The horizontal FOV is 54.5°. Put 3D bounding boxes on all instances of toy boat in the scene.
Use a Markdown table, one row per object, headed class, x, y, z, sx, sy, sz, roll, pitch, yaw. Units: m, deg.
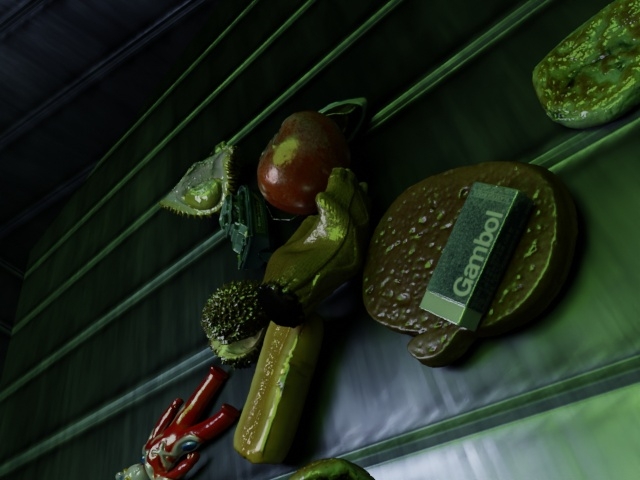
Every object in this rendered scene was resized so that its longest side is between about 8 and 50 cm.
| class | x | y | z | sx | sy | sz | roll | pitch | yaw |
| --- | --- | --- | --- | --- | --- | --- | --- | --- | --- |
| toy boat | -0.192 | -0.051 | 1.589 | 0.296 | 0.122 | 0.114 | -108 | 32 | -51 |
| toy boat | 0.011 | -0.252 | 1.499 | 0.262 | 0.114 | 0.115 | -37 | 6 | 30 |

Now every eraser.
| class | x | y | z | sx | sy | sz | roll | pitch | yaw |
| --- | --- | --- | --- | --- | --- | --- | --- | --- | --- |
| eraser | 0.230 | 0.021 | 0.923 | 0.092 | 0.046 | 0.212 | 23 | 89 | 56 |

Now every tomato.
| class | x | y | z | sx | sy | sz | roll | pitch | yaw |
| --- | --- | --- | --- | --- | --- | --- | --- | --- | --- |
| tomato | -0.029 | -0.166 | 1.350 | 0.232 | 0.189 | 0.232 | -56 | 11 | 17 |

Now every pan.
| class | x | y | z | sx | sy | sz | roll | pitch | yaw |
| --- | --- | --- | --- | --- | --- | --- | --- | --- | --- |
| pan | -0.031 | -0.093 | 1.476 | 0.202 | 0.048 | 0.128 | 5 | 67 | 35 |

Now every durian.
| class | x | y | z | sx | sy | sz | roll | pitch | yaw |
| --- | --- | --- | --- | --- | --- | --- | --- | --- | --- |
| durian | -0.157 | 0.176 | 1.339 | 0.196 | 0.196 | 0.167 | -46 | 56 | 20 |
| durian | -0.320 | -0.182 | 1.812 | 0.306 | 0.167 | 0.172 | -37 | 37 | 30 |

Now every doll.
| class | x | y | z | sx | sy | sz | roll | pitch | yaw |
| --- | --- | --- | --- | --- | --- | --- | --- | --- | --- |
| doll | -0.337 | 0.465 | 1.417 | 0.384 | 0.099 | 0.188 | -50 | 35 | 9 |

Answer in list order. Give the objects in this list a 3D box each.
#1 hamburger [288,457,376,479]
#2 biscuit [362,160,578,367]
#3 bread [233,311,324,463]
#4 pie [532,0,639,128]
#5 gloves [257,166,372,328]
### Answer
| class | x | y | z | sx | sy | sz | roll | pitch | yaw |
| --- | --- | --- | --- | --- | --- | --- | --- | --- | --- |
| hamburger | 0.017 | 0.414 | 0.944 | 0.131 | 0.159 | 0.184 | -106 | 28 | -43 |
| biscuit | 0.225 | 0.038 | 1.022 | 0.394 | 0.070 | 0.350 | 0 | 69 | 52 |
| bread | -0.074 | 0.280 | 1.206 | 0.142 | 0.091 | 0.305 | -13 | 55 | 57 |
| pie | 0.448 | -0.287 | 0.992 | 0.241 | 0.054 | 0.240 | -33 | 43 | 37 |
| gloves | 0.008 | 0.015 | 1.215 | 0.356 | 0.155 | 0.203 | -61 | 13 | -27 |
